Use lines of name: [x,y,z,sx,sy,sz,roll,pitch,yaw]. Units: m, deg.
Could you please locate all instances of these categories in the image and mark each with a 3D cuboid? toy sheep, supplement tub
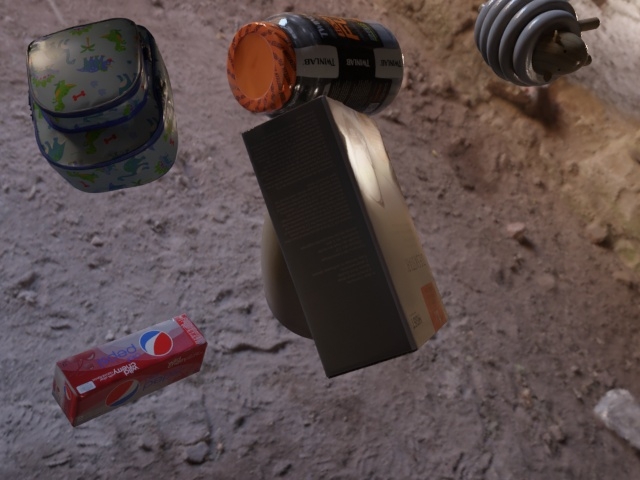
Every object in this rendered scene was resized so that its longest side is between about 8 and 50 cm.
toy sheep: [0.179,-0.178,0.595,0.091,0.091,0.132,14,23,-34]
supplement tub: [-0.007,-0.342,1.375,0.338,0.207,0.207,-15,67,-46]

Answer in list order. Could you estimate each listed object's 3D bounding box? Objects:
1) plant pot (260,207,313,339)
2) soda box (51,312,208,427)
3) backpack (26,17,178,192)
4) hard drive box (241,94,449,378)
plant pot: [0.000,0.000,1.179,0.256,0.274,0.257,-4,59,7]
soda box: [-0.334,0.226,1.228,0.263,0.092,0.083,-19,52,-42]
backpack: [-0.162,-0.099,0.508,0.105,0.084,0.114,-15,70,-4]
hard drive box: [0.032,-0.006,0.671,0.232,0.089,0.181,70,19,3]
